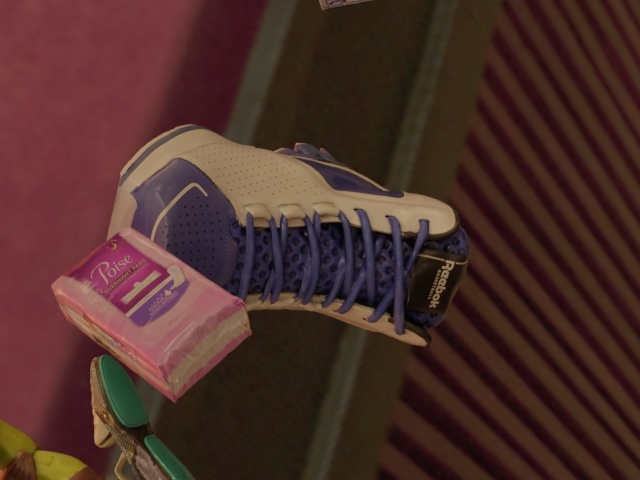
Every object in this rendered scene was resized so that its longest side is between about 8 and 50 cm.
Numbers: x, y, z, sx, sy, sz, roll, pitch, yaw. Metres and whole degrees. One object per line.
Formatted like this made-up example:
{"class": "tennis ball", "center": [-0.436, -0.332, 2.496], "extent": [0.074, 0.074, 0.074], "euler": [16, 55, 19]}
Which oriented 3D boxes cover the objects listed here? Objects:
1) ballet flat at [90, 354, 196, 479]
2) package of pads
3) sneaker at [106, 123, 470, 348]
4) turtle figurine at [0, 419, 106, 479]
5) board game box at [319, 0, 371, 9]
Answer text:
{"class": "ballet flat", "center": [-0.120, 0.126, 0.998], "extent": [0.041, 0.041, 0.114], "euler": [-38, 72, 5]}
{"class": "package of pads", "center": [-0.074, 0.031, 0.705], "extent": [0.050, 0.032, 0.083], "euler": [-40, 49, -22]}
{"class": "sneaker", "center": [0.001, 0.000, 1.119], "extent": [0.182, 0.315, 0.127], "euler": [18, 104, 27]}
{"class": "turtle figurine", "center": [-0.222, 0.106, 0.964], "extent": [0.217, 0.269, 0.087], "euler": [44, 107, -3]}
{"class": "board game box", "center": [0.089, -0.162, 0.779], "extent": [0.194, 0.194, 0.060], "euler": [-11, 100, 1]}
